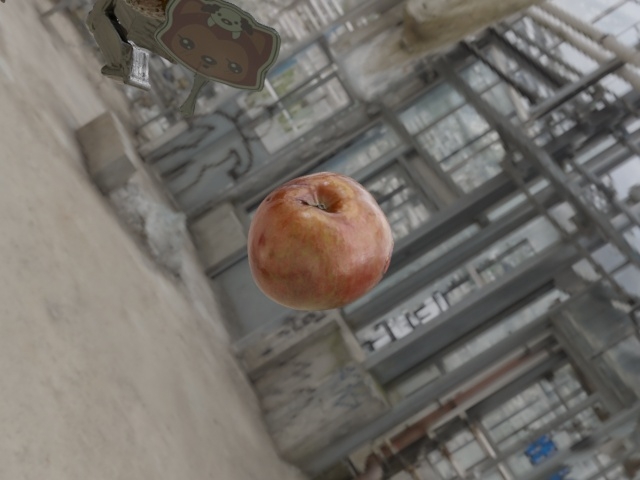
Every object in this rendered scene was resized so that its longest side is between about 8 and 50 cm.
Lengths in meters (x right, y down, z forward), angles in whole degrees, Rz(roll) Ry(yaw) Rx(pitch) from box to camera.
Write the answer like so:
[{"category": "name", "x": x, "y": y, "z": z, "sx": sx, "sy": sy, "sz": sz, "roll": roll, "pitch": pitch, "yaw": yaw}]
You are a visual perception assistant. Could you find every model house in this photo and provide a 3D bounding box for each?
[{"category": "model house", "x": -0.261, "y": -0.337, "z": 1.498, "sx": 0.122, "sy": 0.229, "sz": 0.188, "roll": 8, "pitch": 44, "yaw": -47}]

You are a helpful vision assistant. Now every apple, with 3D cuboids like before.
[{"category": "apple", "x": 0.000, "y": 0.000, "z": 1.365, "sx": 0.209, "sy": 0.209, "sz": 0.164, "roll": -120, "pitch": -154, "yaw": -53}]

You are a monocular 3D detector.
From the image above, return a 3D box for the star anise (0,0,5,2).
[{"category": "star anise", "x": -0.373, "y": -0.369, "z": 1.176, "sx": 0.056, "sy": 0.129, "sz": 0.124, "roll": 31, "pitch": -15, "yaw": 40}]

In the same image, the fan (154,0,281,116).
[{"category": "fan", "x": -0.124, "y": -0.194, "z": 1.064, "sx": 0.132, "sy": 0.009, "sz": 0.220, "roll": 25, "pitch": -30, "yaw": -9}]

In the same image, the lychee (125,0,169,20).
[{"category": "lychee", "x": -0.174, "y": -0.299, "z": 1.060, "sx": 0.146, "sy": 0.114, "sz": 0.114, "roll": 11, "pitch": -35, "yaw": 45}]
